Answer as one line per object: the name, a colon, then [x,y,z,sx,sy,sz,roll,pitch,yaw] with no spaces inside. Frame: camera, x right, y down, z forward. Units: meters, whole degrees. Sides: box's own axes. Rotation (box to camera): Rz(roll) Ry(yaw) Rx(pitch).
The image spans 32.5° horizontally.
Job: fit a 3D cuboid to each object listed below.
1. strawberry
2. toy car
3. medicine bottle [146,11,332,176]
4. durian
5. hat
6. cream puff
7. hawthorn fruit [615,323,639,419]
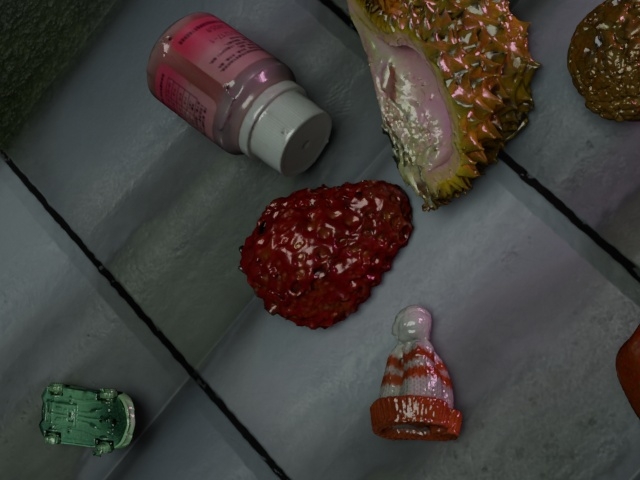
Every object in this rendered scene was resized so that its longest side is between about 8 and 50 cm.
strawberry: [0.000,0.000,1.402,0.237,0.111,0.190,-34,69,15]
toy car: [-0.322,0.249,1.538,0.186,0.058,0.093,0,83,36]
medicine bottle: [-0.107,-0.190,1.457,0.247,0.147,0.147,38,99,23]
durian: [0.173,-0.217,1.345,0.196,0.185,0.305,-16,74,-18]
hat: [0.117,0.162,1.355,0.112,0.093,0.162,-3,64,14]
cream puff: [0.361,-0.216,1.269,0.150,0.115,0.165,16,90,29]
hawthorn fruit: [0.393,0.146,1.207,0.133,0.133,0.138,-41,54,14]
